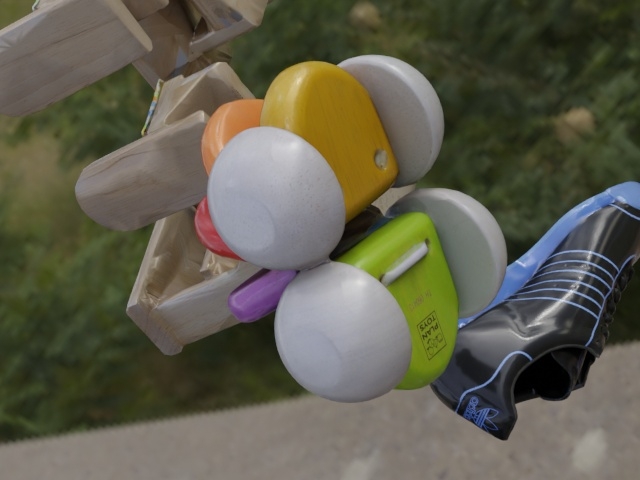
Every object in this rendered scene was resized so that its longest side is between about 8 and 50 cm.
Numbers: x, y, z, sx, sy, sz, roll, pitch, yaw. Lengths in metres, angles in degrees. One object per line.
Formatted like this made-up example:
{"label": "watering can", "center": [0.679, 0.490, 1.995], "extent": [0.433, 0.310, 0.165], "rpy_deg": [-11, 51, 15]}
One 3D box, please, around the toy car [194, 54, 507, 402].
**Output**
{"label": "toy car", "center": [0.000, 0.000, 0.972], "extent": [0.136, 0.182, 0.159], "rpy_deg": [-19, 12, 40]}

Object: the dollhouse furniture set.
{"label": "dollhouse furniture set", "center": [-0.131, -0.126, 1.568], "extent": [0.256, 0.394, 0.362], "rpy_deg": [-23, 32, 28]}

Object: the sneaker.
{"label": "sneaker", "center": [0.162, 0.048, 1.219], "extent": [0.232, 0.090, 0.081], "rpy_deg": [-34, -24, -29]}
